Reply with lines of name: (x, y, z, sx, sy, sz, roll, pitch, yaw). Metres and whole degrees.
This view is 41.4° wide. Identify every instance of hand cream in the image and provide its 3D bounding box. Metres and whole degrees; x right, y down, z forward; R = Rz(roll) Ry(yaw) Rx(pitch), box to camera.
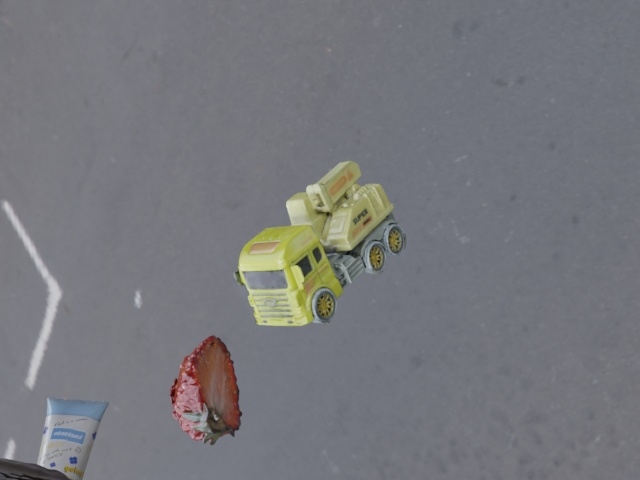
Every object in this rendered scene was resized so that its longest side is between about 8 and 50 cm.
hand cream: (-0.257, 0.233, 0.831, 0.043, 0.065, 0.170, 95, 180, -51)

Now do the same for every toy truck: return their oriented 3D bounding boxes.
toy truck: (0.000, 0.000, 1.216, 0.124, 0.272, 0.157, -5, 116, 43)

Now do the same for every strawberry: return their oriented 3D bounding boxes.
strawberry: (-0.246, 0.304, 1.728, 0.111, 0.236, 0.190, -23, 123, 15)

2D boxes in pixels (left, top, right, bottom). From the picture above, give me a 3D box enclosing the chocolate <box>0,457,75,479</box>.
chocolate: (-0.157, 0.259, 0.664, 0.112, 0.321, 0.111, -3, 64, 54)
